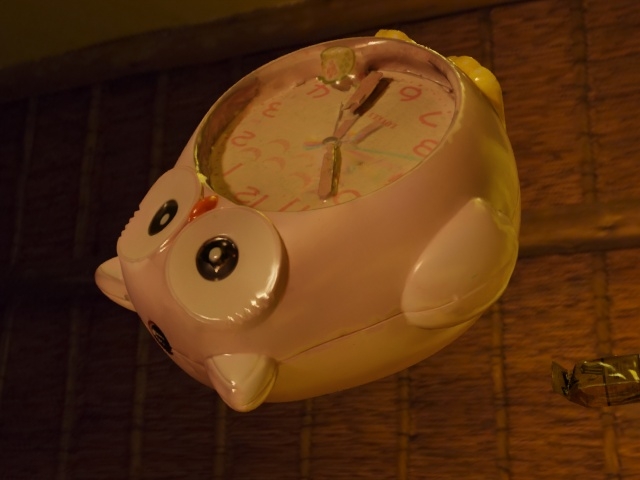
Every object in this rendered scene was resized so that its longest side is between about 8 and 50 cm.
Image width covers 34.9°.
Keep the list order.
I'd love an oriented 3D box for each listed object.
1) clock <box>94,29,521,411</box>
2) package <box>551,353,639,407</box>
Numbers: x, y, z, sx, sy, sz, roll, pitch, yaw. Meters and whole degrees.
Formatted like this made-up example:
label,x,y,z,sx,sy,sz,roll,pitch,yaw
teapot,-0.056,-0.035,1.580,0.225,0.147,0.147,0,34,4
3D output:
label,x,y,z,sx,sy,sz,roll,pitch,yaw
clock,0.000,0.000,0.995,0.377,0.368,0.250,-38,-46,-20
package,0.405,0.205,1.480,0.071,0.131,0.047,-74,-29,-58
